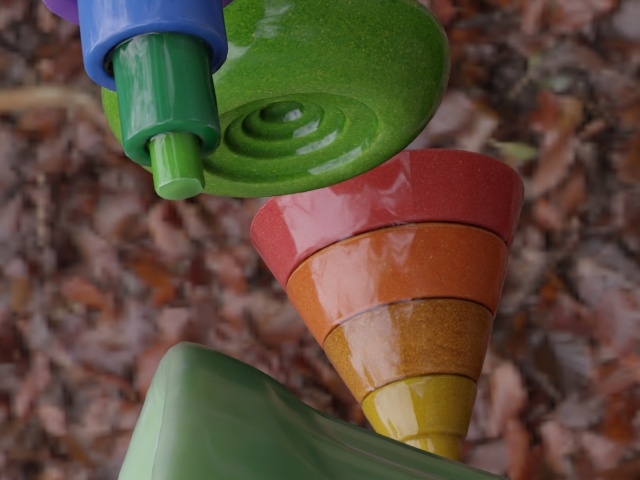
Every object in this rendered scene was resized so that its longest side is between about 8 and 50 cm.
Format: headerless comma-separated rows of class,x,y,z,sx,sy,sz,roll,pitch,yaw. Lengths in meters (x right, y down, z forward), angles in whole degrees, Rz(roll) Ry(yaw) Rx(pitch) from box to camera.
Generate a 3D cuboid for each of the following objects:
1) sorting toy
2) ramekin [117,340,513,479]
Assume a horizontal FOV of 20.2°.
sorting toy,0.000,0.000,0.652,0.127,0.365,0.126,-15,66,13
ramekin,0.000,0.185,0.382,0.303,0.148,0.303,-165,90,-84
